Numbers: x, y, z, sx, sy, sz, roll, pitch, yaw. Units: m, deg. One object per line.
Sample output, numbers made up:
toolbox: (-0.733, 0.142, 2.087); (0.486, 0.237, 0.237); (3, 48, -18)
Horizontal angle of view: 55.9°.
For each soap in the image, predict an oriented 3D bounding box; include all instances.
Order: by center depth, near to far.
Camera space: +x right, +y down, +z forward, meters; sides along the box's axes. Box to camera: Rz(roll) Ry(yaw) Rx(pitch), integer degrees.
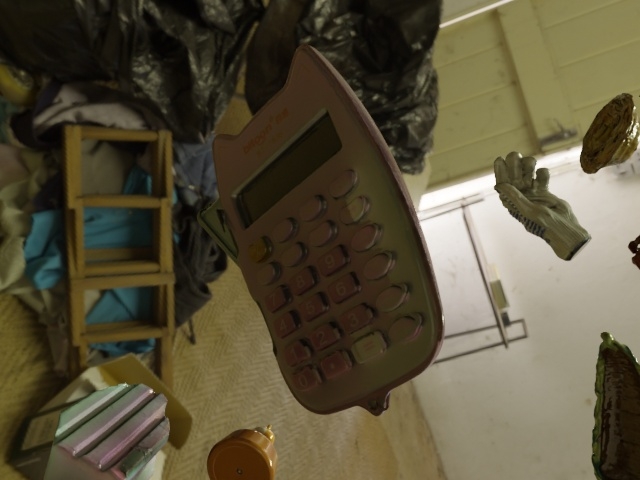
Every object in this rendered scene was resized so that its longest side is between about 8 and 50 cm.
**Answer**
soap: (-0.402, 0.386, 1.162); (0.324, 0.193, 0.109); (-36, 149, -79)

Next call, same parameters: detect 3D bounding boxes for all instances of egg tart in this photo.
egg tart: (0.438, -0.155, 0.900); (0.129, 0.049, 0.129); (-161, -90, -89)

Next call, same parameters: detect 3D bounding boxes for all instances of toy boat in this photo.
toy boat: (0.494, 0.275, 0.980); (0.099, 0.108, 0.293); (-15, 102, -36)

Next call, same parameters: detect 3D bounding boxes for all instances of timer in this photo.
timer: (-0.131, 0.410, 1.175); (0.152, 0.132, 0.132); (-37, 109, -72)

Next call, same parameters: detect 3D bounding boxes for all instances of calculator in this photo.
calculator: (0.001, 0.000, 0.502); (0.043, 0.194, 0.294); (0, 63, -47)

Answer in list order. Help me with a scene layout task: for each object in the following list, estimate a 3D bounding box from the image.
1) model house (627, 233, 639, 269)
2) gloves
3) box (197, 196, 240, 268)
model house: (0.498, 0.043, 0.638); (0.160, 0.196, 0.254); (96, -21, -54)
gloves: (0.394, -0.062, 1.098); (0.119, 0.097, 0.229); (-24, 79, -41)
box: (-0.126, -0.028, 1.115); (0.172, 0.093, 0.124); (47, 32, 4)
